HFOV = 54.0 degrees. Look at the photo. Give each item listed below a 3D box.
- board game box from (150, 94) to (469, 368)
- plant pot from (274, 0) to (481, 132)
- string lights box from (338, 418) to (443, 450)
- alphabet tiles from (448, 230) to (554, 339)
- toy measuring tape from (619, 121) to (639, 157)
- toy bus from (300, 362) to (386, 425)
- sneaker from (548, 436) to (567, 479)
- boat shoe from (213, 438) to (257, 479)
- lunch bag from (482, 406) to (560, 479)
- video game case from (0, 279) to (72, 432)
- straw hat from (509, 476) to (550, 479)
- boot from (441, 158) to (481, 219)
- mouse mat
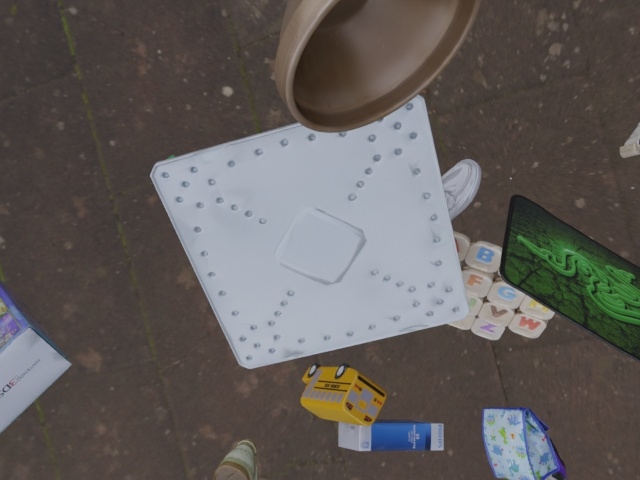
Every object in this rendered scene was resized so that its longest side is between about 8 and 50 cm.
[{"bbox_3d":[0.000,0.000,0.958,0.390,0.050,0.389,-14,119,8],"label":"board game box"},{"bbox_3d":[0.042,-0.236,0.666,0.237,0.237,0.109,-41,66,16],"label":"plant pot"},{"bbox_3d":[0.194,0.534,1.732,0.260,0.133,0.076,7,76,-22],"label":"string lights box"},{"bbox_3d":[0.264,0.090,1.110,0.284,0.277,0.021,20,56,11],"label":"alphabet tiles"},{"bbox_3d":[0.710,-0.258,1.251,0.121,0.121,0.330,35,72,11],"label":"toy measuring tape"},{"bbox_3d":[0.047,0.415,1.707,0.108,0.333,0.130,37,67,-15],"label":"toy bus"},{"bbox_3d":[0.606,0.606,1.817,0.293,0.146,0.102,45,134,-14],"label":"sneaker"},{"bbox_3d":[-0.177,0.532,1.309,0.105,0.089,0.285,24,125,6],"label":"boat shoe"},{"bbox_3d":[0.423,0.433,1.358,0.129,0.096,0.151,-23,87,56],"label":"lunch bag"},{"bbox_3d":[-0.390,0.157,0.627,0.244,0.270,0.061,-47,121,-18],"label":"video game case"},{"bbox_3d":[0.467,0.514,1.456,0.061,0.144,0.144,32,105,-12],"label":"straw hat"},{"bbox_3d":[0.269,-0.091,1.482,0.095,0.123,0.258,44,107,36],"label":"boot"},{"bbox_3d":[0.270,0.037,0.646,0.190,0.152,0.007,31,132,-4],"label":"mouse mat"}]
